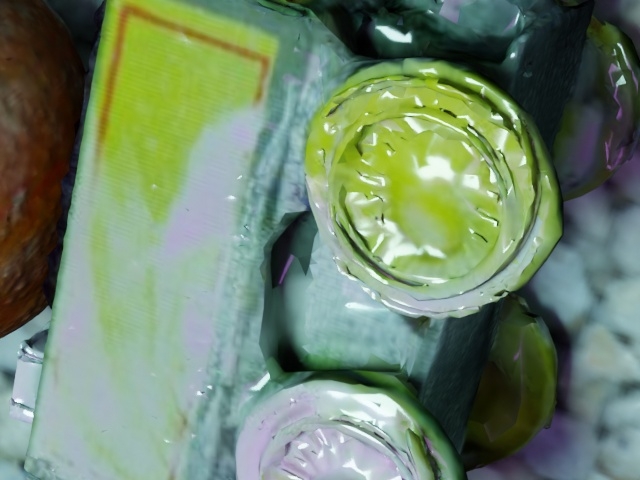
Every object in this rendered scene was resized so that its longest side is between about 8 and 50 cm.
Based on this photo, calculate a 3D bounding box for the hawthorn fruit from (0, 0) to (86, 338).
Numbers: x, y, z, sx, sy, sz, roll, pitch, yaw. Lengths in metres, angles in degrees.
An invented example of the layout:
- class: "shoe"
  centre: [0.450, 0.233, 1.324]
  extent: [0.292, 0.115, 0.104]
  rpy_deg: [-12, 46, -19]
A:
- class: "hawthorn fruit"
  centre: [-0.166, -0.030, 0.680]
  extent: [0.172, 0.173, 0.173]
  rpy_deg: [8, 113, 20]

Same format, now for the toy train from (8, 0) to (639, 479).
- class: "toy train"
  centre: [0.000, 0.000, 0.640]
  extent: [0.177, 0.134, 0.261]
  rpy_deg: [21, 116, 15]
